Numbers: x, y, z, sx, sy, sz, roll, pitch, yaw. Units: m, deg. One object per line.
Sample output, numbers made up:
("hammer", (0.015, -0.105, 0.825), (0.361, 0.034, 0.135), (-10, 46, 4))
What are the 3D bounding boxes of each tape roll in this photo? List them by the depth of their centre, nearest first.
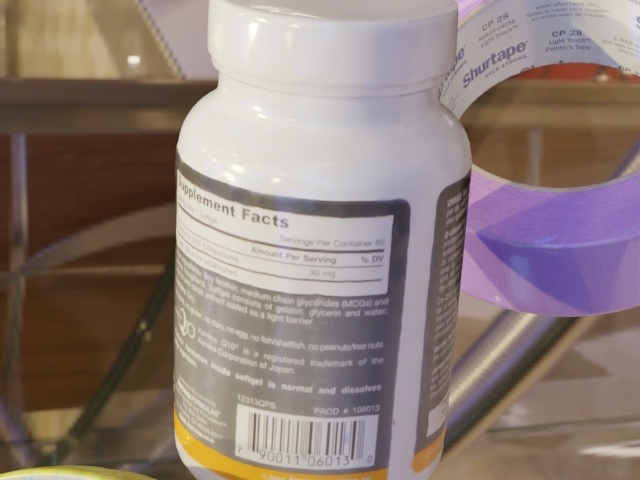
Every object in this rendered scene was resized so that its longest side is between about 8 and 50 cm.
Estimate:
("tape roll", (0.174, -0.085, 0.978), (0.090, 0.275, 0.274), (73, 177, -53))

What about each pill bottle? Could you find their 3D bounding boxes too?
("pill bottle", (0.000, 0.000, 0.776), (0.162, 0.162, 0.278), (-136, 45, -59))

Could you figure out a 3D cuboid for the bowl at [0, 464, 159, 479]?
("bowl", (-0.113, 0.262, 0.800), (0.156, 0.289, 0.289), (-4, -87, -72))
